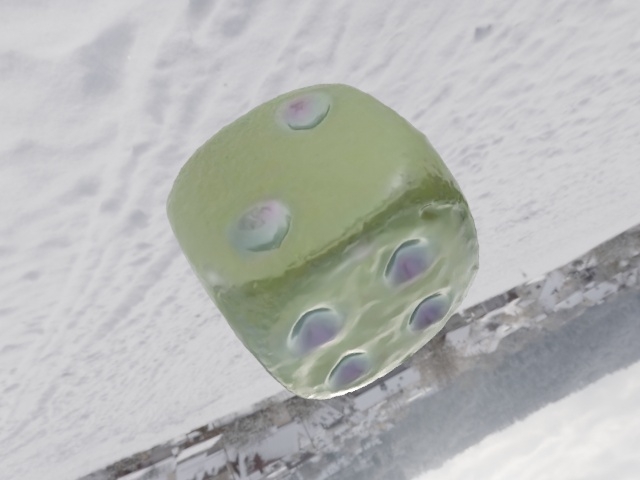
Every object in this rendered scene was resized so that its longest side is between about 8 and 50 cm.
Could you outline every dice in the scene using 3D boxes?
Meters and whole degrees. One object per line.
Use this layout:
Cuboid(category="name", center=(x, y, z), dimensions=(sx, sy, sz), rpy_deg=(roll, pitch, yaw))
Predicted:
Cuboid(category="dice", center=(0.000, 0.000, 0.563), dimensions=(0.250, 0.254, 0.252), rpy_deg=(-35, 141, -7))
